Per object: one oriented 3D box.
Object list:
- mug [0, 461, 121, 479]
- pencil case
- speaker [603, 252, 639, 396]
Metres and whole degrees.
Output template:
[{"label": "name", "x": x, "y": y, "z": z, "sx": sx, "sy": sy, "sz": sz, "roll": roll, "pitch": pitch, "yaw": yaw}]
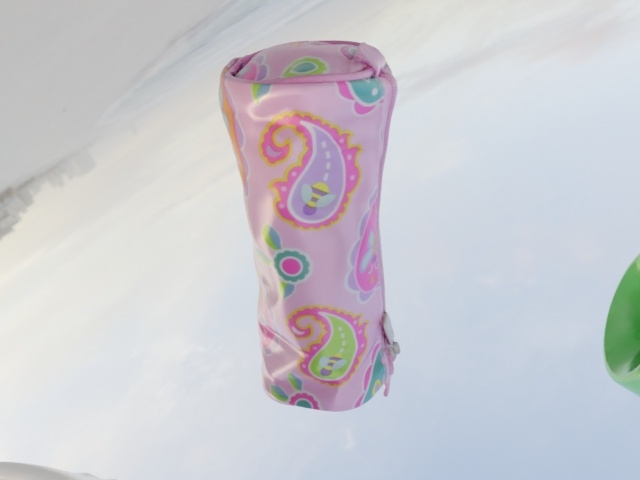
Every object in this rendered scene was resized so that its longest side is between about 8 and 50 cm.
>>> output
[{"label": "mug", "x": -0.176, "y": 0.337, "z": 0.346, "sx": 0.374, "sy": 0.328, "sz": 0.276, "roll": -36, "pitch": -120, "yaw": -8}, {"label": "pencil case", "x": 0.000, "y": 0.000, "z": 0.419, "sx": 0.124, "sy": 0.284, "sz": 0.124, "roll": -4, "pitch": -151, "yaw": 2}, {"label": "speaker", "x": 0.373, "y": 0.095, "z": 0.386, "sx": 0.296, "sy": 0.131, "sz": 0.131, "roll": 17, "pitch": -146, "yaw": 9}]
